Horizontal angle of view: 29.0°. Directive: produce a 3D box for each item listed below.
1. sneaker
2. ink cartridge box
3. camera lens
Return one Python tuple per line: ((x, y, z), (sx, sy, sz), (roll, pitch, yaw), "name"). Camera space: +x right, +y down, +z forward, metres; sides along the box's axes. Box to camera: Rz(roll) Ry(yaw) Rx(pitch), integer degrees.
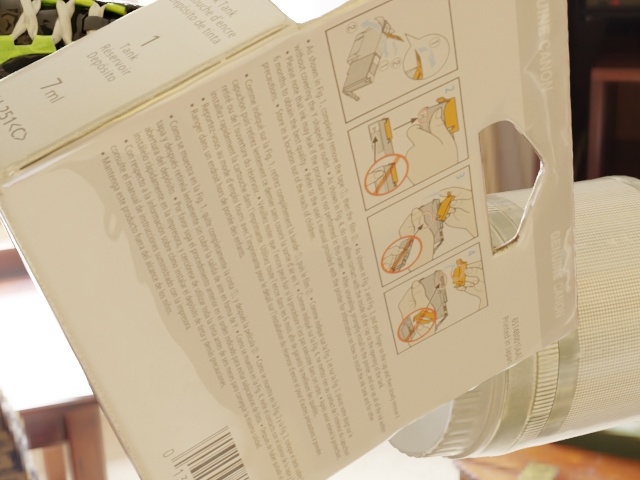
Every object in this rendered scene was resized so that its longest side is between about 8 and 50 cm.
((-0.123, -0.116, 0.695), (0.235, 0.084, 0.097), (17, -29, -38), "sneaker")
((0.000, 0.000, 0.604), (0.261, 0.296, 0.066), (-29, 48, -14), "ink cartridge box")
((0.183, 0.064, 1.070), (0.274, 0.219, 0.219), (-9, 22, -24), "camera lens")
